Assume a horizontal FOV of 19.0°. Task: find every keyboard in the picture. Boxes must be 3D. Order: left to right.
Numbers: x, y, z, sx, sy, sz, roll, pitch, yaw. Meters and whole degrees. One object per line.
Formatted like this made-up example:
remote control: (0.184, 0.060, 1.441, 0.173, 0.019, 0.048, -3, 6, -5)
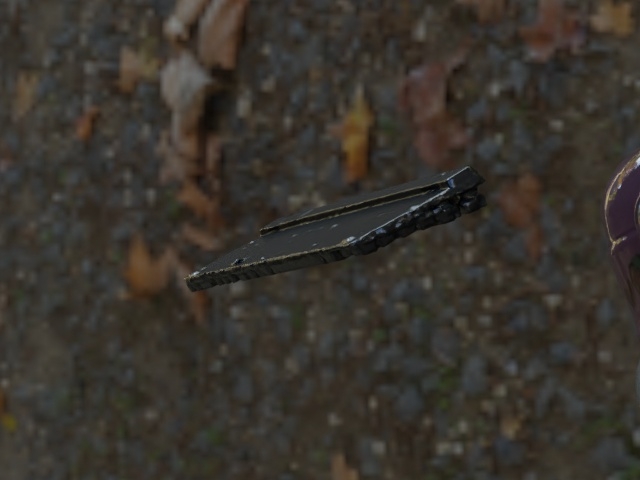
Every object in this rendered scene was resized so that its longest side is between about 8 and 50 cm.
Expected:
keyboard: (0.000, 0.000, 0.767, 0.018, 0.060, 0.195, 64, 158, -5)

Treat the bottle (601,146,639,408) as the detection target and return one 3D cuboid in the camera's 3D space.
bottle: (0.175, 0.066, 0.678, 0.110, 0.110, 0.233, -35, 73, 57)
